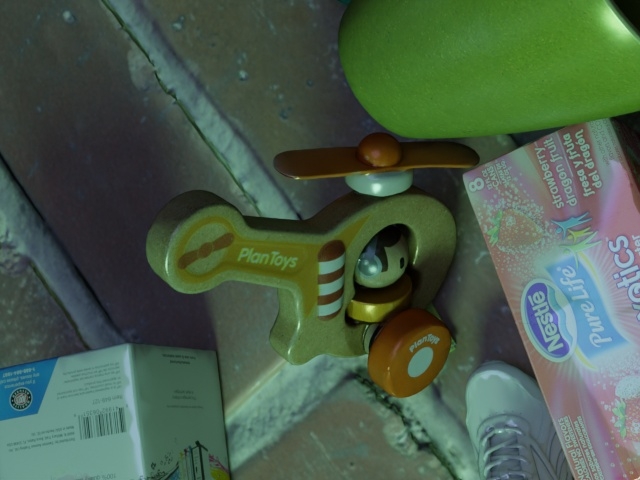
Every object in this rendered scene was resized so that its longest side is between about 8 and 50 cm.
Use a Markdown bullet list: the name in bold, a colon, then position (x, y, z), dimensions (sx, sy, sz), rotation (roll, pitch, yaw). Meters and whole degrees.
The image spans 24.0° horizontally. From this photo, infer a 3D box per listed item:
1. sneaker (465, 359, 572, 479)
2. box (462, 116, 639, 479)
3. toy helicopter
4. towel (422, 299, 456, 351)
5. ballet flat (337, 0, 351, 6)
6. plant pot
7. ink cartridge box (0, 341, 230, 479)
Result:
- **sneaker**: position (0.179, 0.215, 1.329), dimensions (0.090, 0.115, 0.232), rotation (-23, 74, 21)
- **box**: position (0.253, 0.059, 1.294), dimensions (0.142, 0.154, 0.300), rotation (-25, 75, 20)
- **toy helicopter**: position (0.000, 0.000, 1.304), dimensions (0.140, 0.355, 0.235), rotation (37, 109, 39)
- **towel**: position (0.085, 0.100, 1.446), dimensions (0.083, 0.009, 0.060), rotation (-36, 69, 16)
- **ballet flat**: position (0.136, -0.243, 1.429), dimensions (0.316, 0.107, 0.106), rotation (24, 74, 20)
- **plant pot**: position (0.160, -0.197, 1.227), dimensions (0.293, 0.274, 0.275), rotation (-26, 72, 42)
- **ink cartridge box**: position (-0.199, 0.230, 1.474), dimensions (0.171, 0.168, 0.233), rotation (-12, 79, 24)
